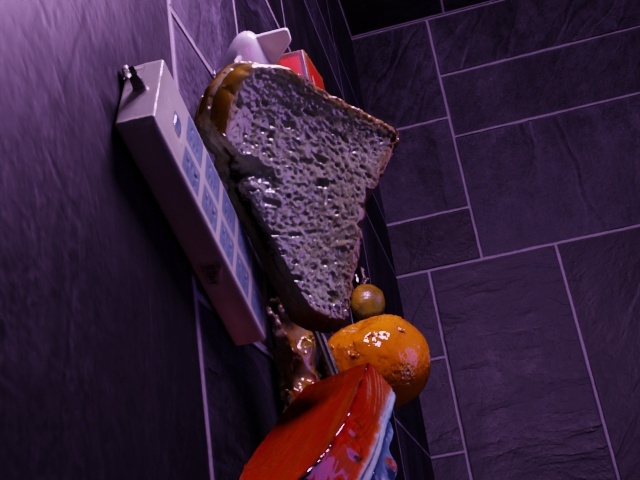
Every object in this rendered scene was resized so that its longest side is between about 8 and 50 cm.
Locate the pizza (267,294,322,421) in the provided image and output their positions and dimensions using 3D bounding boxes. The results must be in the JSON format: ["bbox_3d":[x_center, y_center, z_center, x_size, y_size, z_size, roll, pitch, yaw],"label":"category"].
[{"bbox_3d":[-0.014,0.220,1.187,0.189,0.071,0.297,41,31,-69],"label":"pizza"}]

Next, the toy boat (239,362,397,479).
[{"bbox_3d":[0.005,0.269,0.946,0.133,0.145,0.332,62,24,-8],"label":"toy boat"}]

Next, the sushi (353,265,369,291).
[{"bbox_3d":[0.095,0.098,2.106,0.046,0.044,0.083,62,16,-62],"label":"sushi"}]

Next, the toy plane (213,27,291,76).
[{"bbox_3d":[-0.074,-0.173,1.225,0.252,0.118,0.252,-10,90,-81],"label":"toy plane"}]

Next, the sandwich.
[{"bbox_3d":[-0.048,-0.057,1.051,0.099,0.254,0.289,-11,-119,59],"label":"sandwich"}]

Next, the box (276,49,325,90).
[{"bbox_3d":[-0.030,-0.290,1.806,0.240,0.074,0.153,16,65,-81],"label":"box"}]

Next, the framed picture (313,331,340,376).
[{"bbox_3d":[-0.021,0.087,1.321,0.232,0.019,0.296,-114,-176,-53],"label":"framed picture"}]

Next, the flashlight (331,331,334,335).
[{"bbox_3d":[0.003,0.135,1.538,0.110,0.031,0.052,48,32,-63],"label":"flashlight"}]

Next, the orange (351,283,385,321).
[{"bbox_3d":[0.111,0.149,2.018,0.085,0.085,0.095,-76,150,-71],"label":"orange"}]

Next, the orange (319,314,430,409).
[{"bbox_3d":[0.093,0.214,1.464,0.193,0.193,0.161,-22,92,-81],"label":"orange"}]

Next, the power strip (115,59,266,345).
[{"bbox_3d":[-0.128,-0.032,0.919,0.106,0.043,0.367,-94,168,-45],"label":"power strip"}]
